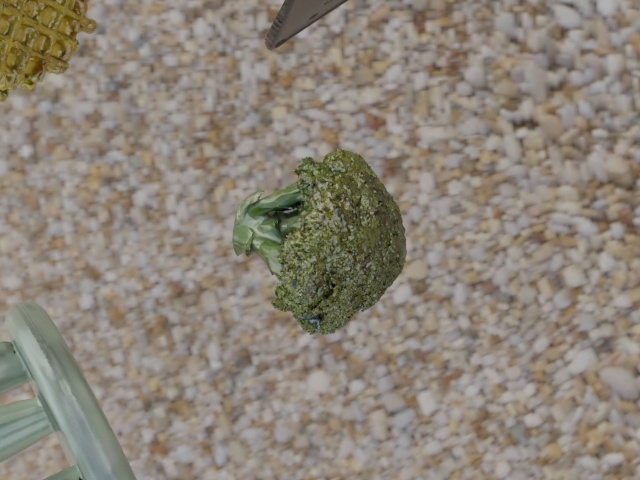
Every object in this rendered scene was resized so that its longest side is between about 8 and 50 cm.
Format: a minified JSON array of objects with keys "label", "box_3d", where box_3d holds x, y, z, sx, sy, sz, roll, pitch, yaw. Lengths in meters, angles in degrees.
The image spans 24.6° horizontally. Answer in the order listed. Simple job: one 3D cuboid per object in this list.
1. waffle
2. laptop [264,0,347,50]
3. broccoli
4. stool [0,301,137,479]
[{"label":"waffle","box_3d":[-0.304,-0.247,1.468,0.070,0.193,0.197,17,149,32]},{"label":"laptop","box_3d":[0.044,-0.227,1.169,0.016,0.197,0.135,51,162,4]},{"label":"broccoli","box_3d":[0.000,0.000,1.019,0.120,0.130,0.131,7,85,13]},{"label":"stool","box_3d":[-0.226,0.167,0.943,0.195,0.198,0.195,55,163,23]}]
